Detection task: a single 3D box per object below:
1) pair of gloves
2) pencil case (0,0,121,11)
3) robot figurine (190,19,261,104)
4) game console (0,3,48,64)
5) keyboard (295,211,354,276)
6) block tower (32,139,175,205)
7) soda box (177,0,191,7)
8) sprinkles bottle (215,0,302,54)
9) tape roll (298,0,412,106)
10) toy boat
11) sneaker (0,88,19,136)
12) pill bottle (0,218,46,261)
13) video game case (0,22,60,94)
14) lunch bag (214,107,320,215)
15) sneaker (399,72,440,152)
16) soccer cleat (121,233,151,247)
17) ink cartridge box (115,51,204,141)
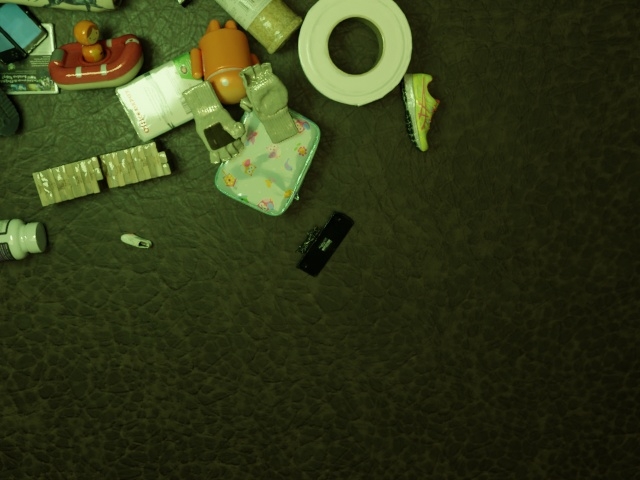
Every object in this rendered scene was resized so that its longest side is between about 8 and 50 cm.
[{"bbox_3d":[-0.187,-0.304,1.704,0.240,0.042,0.204,-18,121,1],"label":"pair of gloves"},{"bbox_3d":[-0.662,-0.643,1.689,0.410,0.184,0.160,2,143,-6],"label":"pencil case"},{"bbox_3d":[-0.228,-0.432,1.753,0.128,0.158,0.220,-17,76,25],"label":"robot figurine"},{"bbox_3d":[-0.769,-0.519,1.735,0.144,0.124,0.085,46,121,-8],"label":"game console"},{"bbox_3d":[0.000,0.000,1.924,0.100,0.038,0.192,31,98,-31],"label":"keyboard"},{"bbox_3d":[-0.553,-0.177,1.830,0.335,0.097,0.091,-14,102,-1],"label":"block tower"},{"bbox_3d":[-0.382,-0.658,1.754,0.053,0.060,0.169,-44,100,6],"label":"soda box"},{"bbox_3d":[-0.209,-0.618,1.738,0.355,0.121,0.121,43,97,-10],"label":"sprinkles bottle"},{"bbox_3d":[0.084,-0.484,1.788,0.286,0.100,0.286,-1,101,-3],"label":"tape roll"},{"bbox_3d":[-0.551,-0.463,1.725,0.230,0.151,0.151,-6,138,-2],"label":"toy boat"},{"bbox_3d":[-0.869,-0.391,1.724,0.131,0.112,0.319,0,124,29],"label":"sneaker"},{"bbox_3d":[-0.822,0.000,1.847,0.193,0.108,0.108,-5,102,-1],"label":"pill bottle"},{"bbox_3d":[-0.764,-0.458,1.800,0.190,0.022,0.173,-2,101,-3],"label":"video game case"},{"bbox_3d":[-0.131,-0.210,1.832,0.224,0.108,0.279,25,100,-8],"label":"lunch bag"},{"bbox_3d":[0.267,-0.333,1.836,0.094,0.081,0.209,-10,102,-4],"label":"sneaker"},{"bbox_3d":[-0.492,0.003,1.896,0.083,0.035,0.029,16,101,-6],"label":"soccer cleat"},{"bbox_3d":[-0.387,-0.361,1.800,0.208,0.087,0.153,-24,102,2],"label":"ink cartridge box"}]
